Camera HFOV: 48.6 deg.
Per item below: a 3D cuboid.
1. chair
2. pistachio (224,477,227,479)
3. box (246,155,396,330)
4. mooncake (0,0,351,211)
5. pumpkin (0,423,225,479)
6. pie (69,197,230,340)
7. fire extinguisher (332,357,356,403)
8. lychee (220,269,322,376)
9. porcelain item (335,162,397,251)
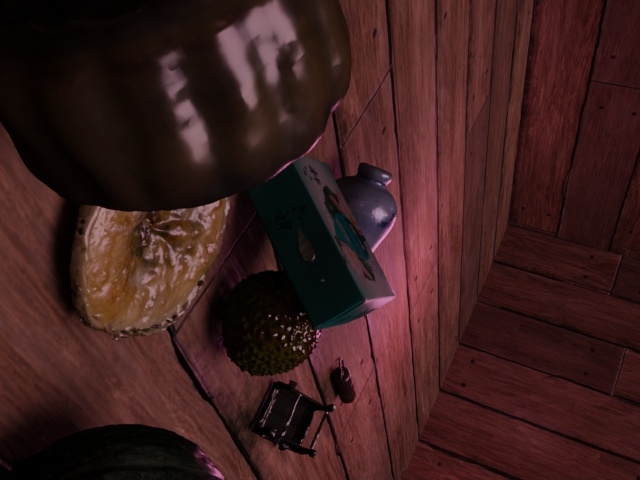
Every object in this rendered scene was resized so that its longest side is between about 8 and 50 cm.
[{"bbox_3d":[-0.068,0.341,1.354,0.106,0.113,0.229,-64,-165,-21],"label":"chair"},{"bbox_3d":[-0.197,0.417,1.034,0.165,0.131,0.210,59,35,-6],"label":"pistachio"},{"bbox_3d":[0.000,0.000,1.039,0.244,0.092,0.153,63,19,11],"label":"box"},{"bbox_3d":[-0.123,-0.162,0.548,0.290,0.290,0.161,-58,149,-34],"label":"mooncake"},{"bbox_3d":[-0.190,0.314,0.697,0.263,0.197,0.293,37,30,-39],"label":"pumpkin"},{"bbox_3d":[-0.188,-0.013,0.812,0.274,0.055,0.274,-49,148,-46],"label":"pie"},{"bbox_3d":[0.055,0.331,1.686,0.157,0.045,0.078,73,11,-53],"label":"fire extinguisher"},{"bbox_3d":[-0.078,0.130,1.066,0.171,0.171,0.171,-50,149,-45],"label":"lychee"},{"bbox_3d":[0.053,-0.015,1.307,0.259,0.141,0.141,-66,160,9],"label":"porcelain item"}]
